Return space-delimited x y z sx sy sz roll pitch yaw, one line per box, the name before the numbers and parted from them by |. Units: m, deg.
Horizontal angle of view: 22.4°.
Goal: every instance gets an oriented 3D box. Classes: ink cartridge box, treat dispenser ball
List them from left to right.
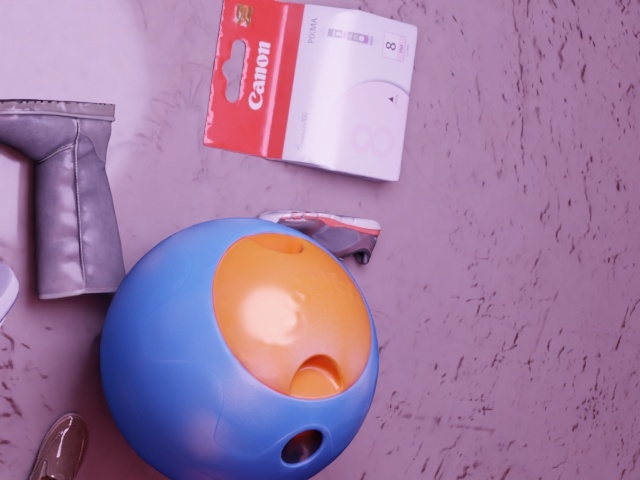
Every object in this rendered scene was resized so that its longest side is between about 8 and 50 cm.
treat dispenser ball | -0.083 0.121 1.666 0.288 0.288 0.288 0 89 -29
ink cartridge box | -0.006 -0.177 1.845 0.232 0.066 0.189 11 85 -33

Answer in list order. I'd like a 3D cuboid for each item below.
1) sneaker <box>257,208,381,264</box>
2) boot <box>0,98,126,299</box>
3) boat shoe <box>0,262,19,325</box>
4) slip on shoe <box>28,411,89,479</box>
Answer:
sneaker | 0.000 0.000 1.845 0.158 0.061 0.065 7 92 -28
boot | -0.290 -0.042 1.685 0.189 0.076 0.208 1 96 -27
boat shoe | -0.393 0.133 1.619 0.258 0.095 0.084 -46 138 -18
slip on shoe | -0.280 0.246 1.696 0.051 0.041 0.135 36 73 -24
